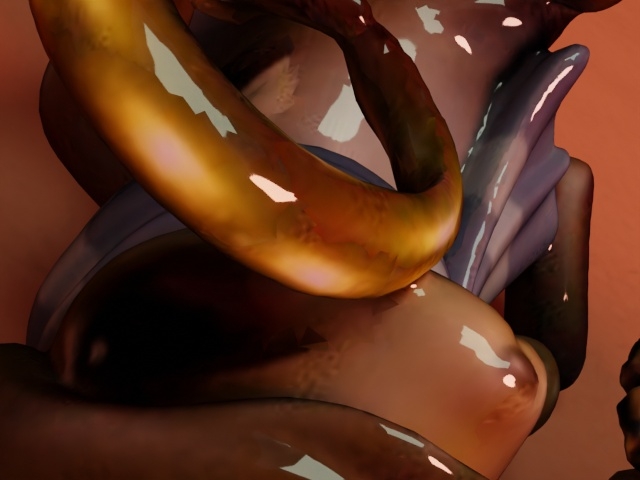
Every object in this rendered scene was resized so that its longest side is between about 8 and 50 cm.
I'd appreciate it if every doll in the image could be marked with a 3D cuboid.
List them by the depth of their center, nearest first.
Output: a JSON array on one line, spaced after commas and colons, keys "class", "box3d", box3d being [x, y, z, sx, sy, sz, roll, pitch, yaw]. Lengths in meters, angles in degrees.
[{"class": "doll", "box3d": [0.004, -0.002, 0.601, 0.318, 0.209, 0.340, 58, 33, -25]}]

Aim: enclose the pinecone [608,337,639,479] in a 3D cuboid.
[{"class": "pinecone", "box3d": [0.162, 0.122, 0.630, 0.179, 0.195, 0.150, 9, 9, 2]}]
